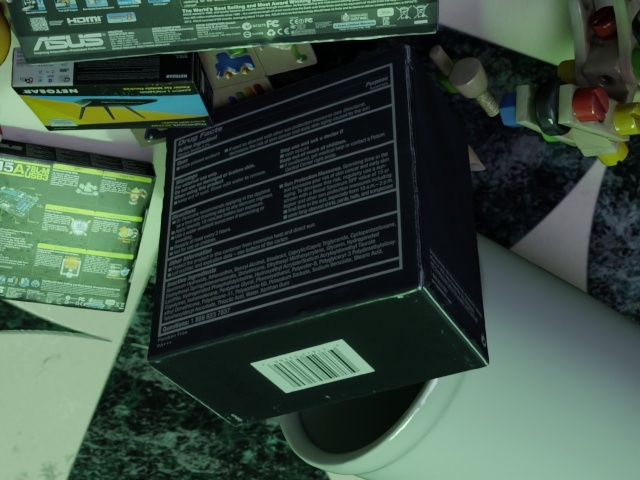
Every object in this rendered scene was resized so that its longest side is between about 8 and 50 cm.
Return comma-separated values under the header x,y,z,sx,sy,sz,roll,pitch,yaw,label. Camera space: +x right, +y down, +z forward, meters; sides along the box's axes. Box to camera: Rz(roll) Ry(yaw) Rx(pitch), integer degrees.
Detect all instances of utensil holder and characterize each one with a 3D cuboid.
x,y,z,sx,sy,sz,roll,pitch,yaw,label
0.196,0.168,1.430,0.385,0.327,0.327,25,109,-29,utensil holder

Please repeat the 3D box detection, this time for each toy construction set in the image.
x,y,z,sx,sy,sz,roll,pitch,yaw,label
0.291,-0.160,1.352,0.309,0.257,0.237,-24,138,22,toy construction set

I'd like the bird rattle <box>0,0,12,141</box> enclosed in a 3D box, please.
x,y,z,sx,sy,sz,roll,pitch,yaw,label
-0.339,-0.162,1.135,0.143,0.253,0.207,31,102,2,bird rattle

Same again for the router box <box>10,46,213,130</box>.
x,y,z,sx,sy,sz,roll,pitch,yaw,label
-0.204,-0.152,1.201,0.179,0.133,0.046,-1,76,4,router box

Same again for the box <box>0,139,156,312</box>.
x,y,z,sx,sy,sz,roll,pitch,yaw,label
-0.297,-0.014,1.347,0.190,0.045,0.184,8,114,-19,box

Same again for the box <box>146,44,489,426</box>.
x,y,z,sx,sy,sz,roll,pitch,yaw,label
0.000,0.000,1.224,0.296,0.294,0.183,-16,144,22,box

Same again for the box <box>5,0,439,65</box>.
x,y,z,sx,sy,sz,roll,pitch,yaw,label
-0.096,-0.312,1.027,0.395,0.097,0.318,-4,138,3,box

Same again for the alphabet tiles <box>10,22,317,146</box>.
x,y,z,sx,sy,sz,roll,pitch,yaw,label
-0.174,-0.232,1.196,0.285,0.011,0.342,-12,136,15,alphabet tiles
